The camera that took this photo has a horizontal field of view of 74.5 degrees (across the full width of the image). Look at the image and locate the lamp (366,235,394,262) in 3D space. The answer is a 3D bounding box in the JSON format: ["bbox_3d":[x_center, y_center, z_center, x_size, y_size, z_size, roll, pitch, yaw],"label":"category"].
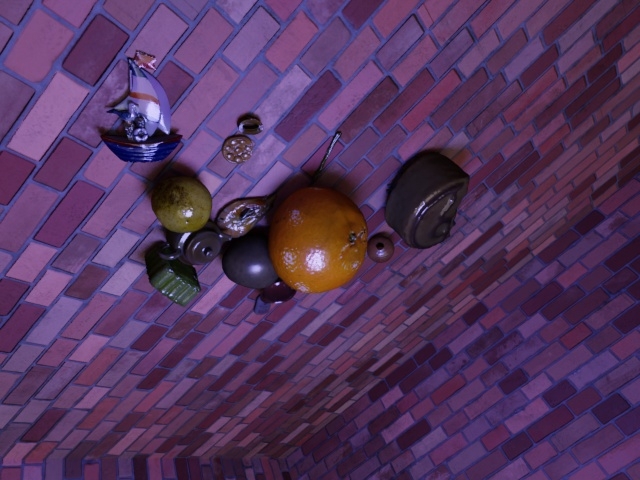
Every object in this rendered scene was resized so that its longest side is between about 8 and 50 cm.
[{"bbox_3d":[0.292,0.042,2.046,0.136,0.136,0.137,-16,137,-16],"label":"lamp"}]

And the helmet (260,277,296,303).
[{"bbox_3d":[-0.205,0.210,1.943,0.175,0.106,0.155,-27,136,-1],"label":"helmet"}]

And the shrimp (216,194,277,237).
[{"bbox_3d":[-0.282,-0.108,1.630,0.267,0.061,0.145,-30,129,2],"label":"shrimp"}]

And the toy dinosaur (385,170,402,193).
[{"bbox_3d":[0.332,-0.221,1.880,0.080,0.045,0.198,-19,134,-28],"label":"toy dinosaur"}]

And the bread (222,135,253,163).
[{"bbox_3d":[-0.285,-0.312,1.452,0.109,0.024,0.110,-16,136,-17],"label":"bread"}]

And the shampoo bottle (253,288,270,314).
[{"bbox_3d":[-0.272,0.293,2.036,0.079,0.040,0.165,-1,132,-27],"label":"shampoo bottle"}]

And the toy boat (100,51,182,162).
[{"bbox_3d":[-0.507,-0.371,1.253,0.219,0.072,0.319,18,110,-37],"label":"toy boat"}]

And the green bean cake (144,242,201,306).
[{"bbox_3d":[-0.556,0.126,1.583,0.113,0.214,0.200,-38,136,1],"label":"green bean cake"}]

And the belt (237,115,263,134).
[{"bbox_3d":[-0.235,-0.385,1.402,0.083,0.036,0.059,-6,126,-26],"label":"belt"}]

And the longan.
[{"bbox_3d":[-0.277,0.088,1.712,0.245,0.215,0.246,-2,110,-5],"label":"longan"}]

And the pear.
[{"bbox_3d":[-0.464,-0.126,1.400,0.197,0.197,0.198,-16,137,-16],"label":"pear"}]

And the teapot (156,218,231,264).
[{"bbox_3d":[-0.452,0.012,1.521,0.267,0.175,0.186,-22,131,-35],"label":"teapot"}]

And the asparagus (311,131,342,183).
[{"bbox_3d":[0.020,-0.316,1.627,0.233,0.022,0.023,-60,175,26],"label":"asparagus"}]

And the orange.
[{"bbox_3d":[0.000,0.000,1.629,0.423,0.325,0.425,-11,103,-52],"label":"orange"}]

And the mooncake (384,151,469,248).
[{"bbox_3d":[0.486,-0.158,1.876,0.393,0.246,0.394,-47,146,8],"label":"mooncake"}]
